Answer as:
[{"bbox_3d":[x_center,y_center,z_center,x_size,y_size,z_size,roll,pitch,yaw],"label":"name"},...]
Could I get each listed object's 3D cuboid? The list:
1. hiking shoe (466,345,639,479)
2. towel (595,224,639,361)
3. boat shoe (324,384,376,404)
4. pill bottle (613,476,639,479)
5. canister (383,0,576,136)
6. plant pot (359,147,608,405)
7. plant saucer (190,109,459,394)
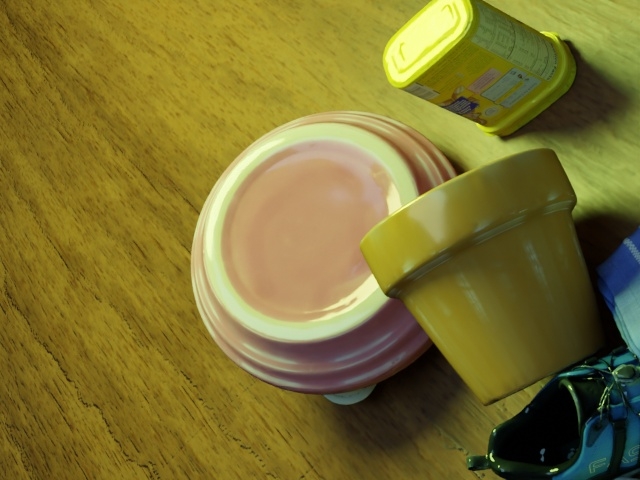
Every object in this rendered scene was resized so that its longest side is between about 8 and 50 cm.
[{"bbox_3d":[0.275,0.139,0.969,0.304,0.132,0.113,-45,48,28],"label":"hiking shoe"},{"bbox_3d":[0.337,-0.068,0.928,0.336,0.040,0.243,-60,0,15],"label":"towel"},{"bbox_3d":[0.006,0.048,1.349,0.099,0.116,0.319,91,165,-67],"label":"boat shoe"},{"bbox_3d":[0.320,0.245,0.904,0.193,0.108,0.108,2,79,48],"label":"pill bottle"},{"bbox_3d":[0.163,-0.182,1.169,0.126,0.170,0.073,-38,52,33],"label":"canister"},{"bbox_3d":[0.167,0.044,1.061,0.205,0.205,0.188,-34,76,36],"label":"plant pot"},{"bbox_3d":[0.000,0.000,1.253,0.332,0.084,0.332,-7,69,18],"label":"plant saucer"}]
